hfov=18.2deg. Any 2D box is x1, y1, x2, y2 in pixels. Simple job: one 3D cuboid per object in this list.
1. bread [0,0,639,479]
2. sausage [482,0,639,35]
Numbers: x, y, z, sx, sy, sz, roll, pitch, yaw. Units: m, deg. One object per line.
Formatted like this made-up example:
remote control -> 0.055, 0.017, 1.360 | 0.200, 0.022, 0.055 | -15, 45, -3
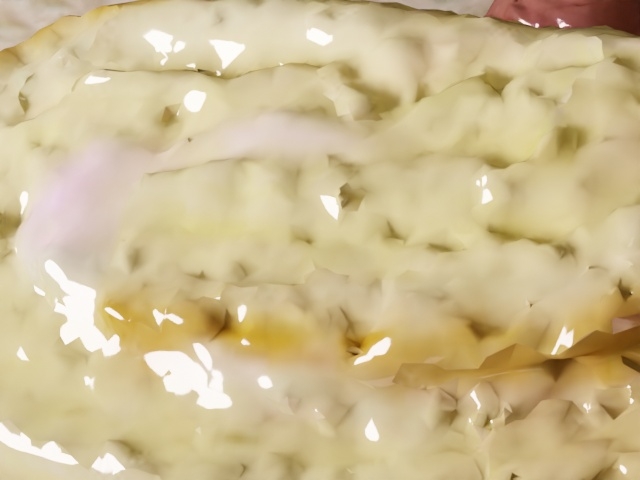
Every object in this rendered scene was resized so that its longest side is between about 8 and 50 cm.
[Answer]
bread -> 0.054, 0.075, 0.591 | 0.236, 0.165, 0.375 | 3, 158, 26
sausage -> 0.099, -0.035, 0.609 | 0.062, 0.062, 0.154 | -16, 154, 31
